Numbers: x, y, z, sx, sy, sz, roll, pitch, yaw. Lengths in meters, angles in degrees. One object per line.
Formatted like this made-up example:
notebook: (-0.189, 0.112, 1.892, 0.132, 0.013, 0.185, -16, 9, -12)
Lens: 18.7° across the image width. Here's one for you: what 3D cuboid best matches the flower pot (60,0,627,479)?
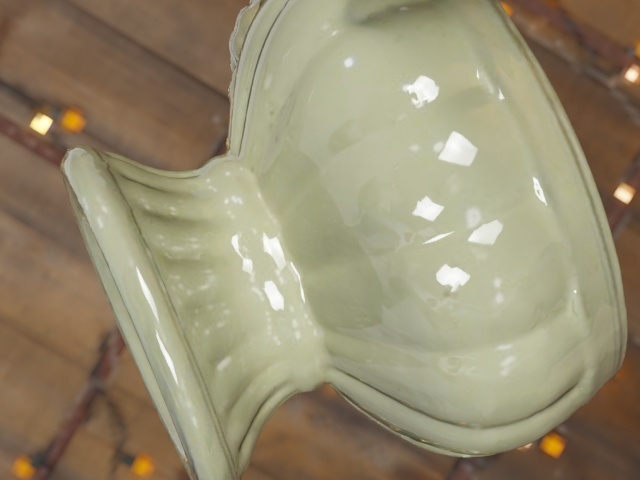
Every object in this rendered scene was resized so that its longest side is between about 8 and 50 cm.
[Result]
flower pot: (0.000, 0.000, 1.085, 0.244, 0.307, 0.307, -23, 2, -11)
